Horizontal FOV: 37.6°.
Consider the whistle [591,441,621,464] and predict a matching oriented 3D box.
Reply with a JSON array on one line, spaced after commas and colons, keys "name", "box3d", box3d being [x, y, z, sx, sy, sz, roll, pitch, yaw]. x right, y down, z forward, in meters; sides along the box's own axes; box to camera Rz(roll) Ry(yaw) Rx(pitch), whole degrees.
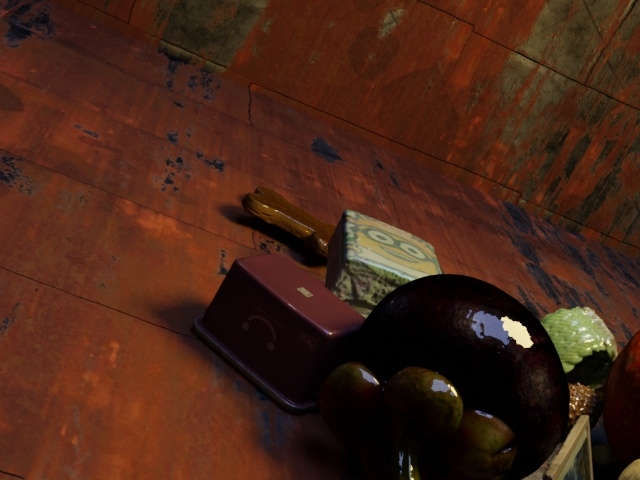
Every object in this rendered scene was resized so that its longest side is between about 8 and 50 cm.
[{"name": "whistle", "box3d": [0.685, 0.457, 2.067, 0.258, 0.067, 0.126, 5, 32, -41]}]

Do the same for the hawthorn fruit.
[{"name": "hawthorn fruit", "box3d": [0.767, 0.322, 1.926, 0.402, 0.403, 0.403, 24, 20, -9]}]

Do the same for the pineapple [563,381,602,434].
[{"name": "pineapple", "box3d": [0.490, 0.360, 1.999, 0.251, 0.125, 0.125, 5, 29, -36]}]

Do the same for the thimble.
[{"name": "thimble", "box3d": [0.579, 0.265, 2.175, 0.219, 0.219, 0.150, 11, 34, -38]}]

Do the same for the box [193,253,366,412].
[{"name": "box", "box3d": [-0.063, 0.157, 1.718, 0.294, 0.167, 0.193, 36, 20, 24]}]

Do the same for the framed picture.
[{"name": "framed picture", "box3d": [0.417, 0.445, 1.560, 0.024, 0.232, 0.315, -3, 7, 27]}]

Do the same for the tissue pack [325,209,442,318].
[{"name": "tissue pack", "box3d": [0.133, 0.066, 1.946, 0.228, 0.128, 0.311, 24, 18, -7]}]

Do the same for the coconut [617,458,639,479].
[{"name": "coconut", "box3d": [0.642, 0.508, 1.714, 0.224, 0.224, 0.224, 24, 20, -9]}]

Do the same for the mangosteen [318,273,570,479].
[{"name": "mangosteen", "box3d": [0.201, 0.264, 1.573, 0.382, 0.382, 0.435, 36, 57, 24]}]

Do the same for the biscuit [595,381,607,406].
[{"name": "biscuit", "box3d": [0.779, 0.353, 2.219, 0.274, 0.213, 0.091, -5, 33, 34]}]

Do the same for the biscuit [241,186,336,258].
[{"name": "biscuit", "box3d": [-0.001, 0.001, 2.335, 0.432, 0.064, 0.283, 30, 11, 3]}]
